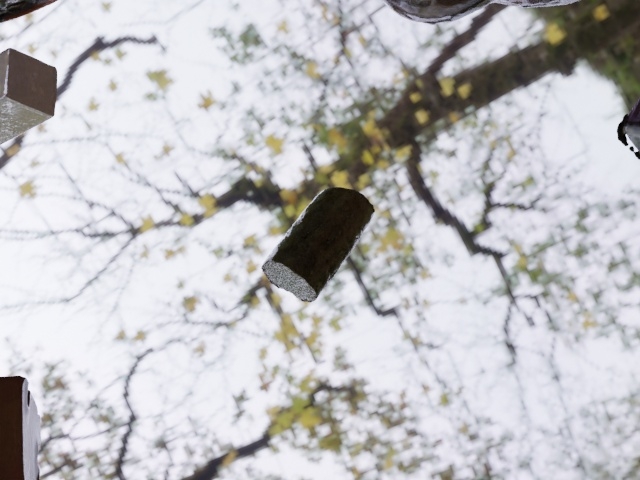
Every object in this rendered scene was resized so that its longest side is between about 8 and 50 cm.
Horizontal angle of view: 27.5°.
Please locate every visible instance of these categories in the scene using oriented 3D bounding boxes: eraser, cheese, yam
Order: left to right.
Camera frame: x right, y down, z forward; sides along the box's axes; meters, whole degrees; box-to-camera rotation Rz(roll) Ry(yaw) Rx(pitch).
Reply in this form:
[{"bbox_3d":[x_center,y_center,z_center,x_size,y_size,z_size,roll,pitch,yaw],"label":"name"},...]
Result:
[{"bbox_3d":[-0.480,-0.162,1.763,0.078,0.298,0.076,22,-123,-45],"label":"eraser"},{"bbox_3d":[-0.372,0.216,1.443,0.128,0.177,0.203,-1,-142,-7],"label":"cheese"},{"bbox_3d":[0.000,0.000,2.160,0.107,0.107,0.194,46,-116,-20],"label":"yam"}]

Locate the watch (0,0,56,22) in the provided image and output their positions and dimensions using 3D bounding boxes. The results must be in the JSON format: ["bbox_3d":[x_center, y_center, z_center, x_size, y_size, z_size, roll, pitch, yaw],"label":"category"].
[{"bbox_3d":[-0.412,-0.361,1.359,0.305,0.241,0.274,-13,-92,-45],"label":"watch"}]

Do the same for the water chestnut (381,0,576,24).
[{"bbox_3d":[0.125,-0.290,0.968,0.289,0.244,0.289,17,-124,-28],"label":"water chestnut"}]

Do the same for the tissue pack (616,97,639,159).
[{"bbox_3d":[0.541,-0.071,1.425,0.259,0.361,0.122,40,-104,-37],"label":"tissue pack"}]
